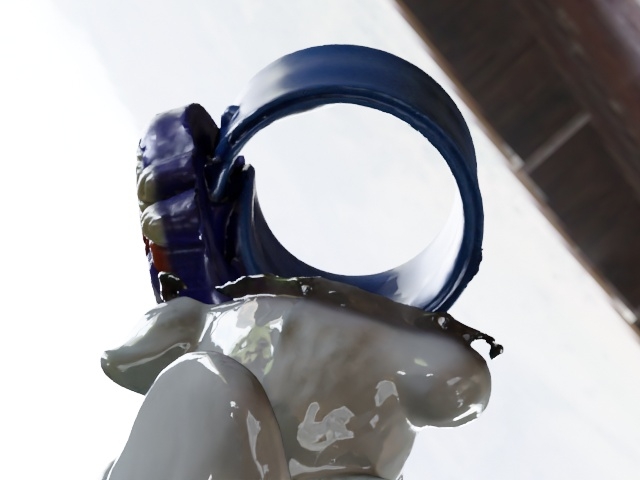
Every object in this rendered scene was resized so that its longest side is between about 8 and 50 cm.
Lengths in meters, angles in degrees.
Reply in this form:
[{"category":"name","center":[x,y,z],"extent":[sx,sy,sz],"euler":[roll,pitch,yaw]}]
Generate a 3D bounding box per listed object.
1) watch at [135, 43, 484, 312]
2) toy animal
[{"category":"watch","center":[-0.002,-0.009,1.033],"extent":[0.171,0.200,0.196],"euler":[-93,-10,-60]},{"category":"toy animal","center":[-0.049,0.143,0.815],"extent":[0.174,0.249,0.289],"euler":[24,-140,0]}]
